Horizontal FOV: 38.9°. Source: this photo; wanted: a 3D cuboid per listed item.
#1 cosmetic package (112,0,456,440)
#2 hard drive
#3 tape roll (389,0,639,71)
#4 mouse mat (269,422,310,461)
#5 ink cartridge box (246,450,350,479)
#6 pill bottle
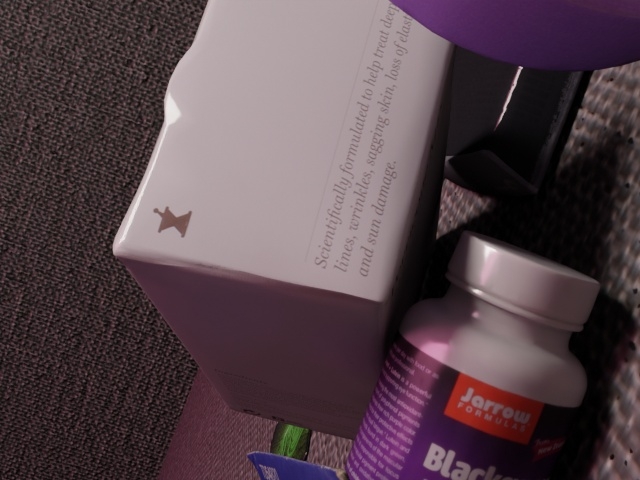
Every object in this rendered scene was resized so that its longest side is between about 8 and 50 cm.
[{"bbox_3d":[0.000,0.000,0.659,0.385,0.156,0.217,82,-158,-69],"label":"cosmetic package"},{"bbox_3d":[0.142,-0.127,0.754,0.254,0.054,0.172,-135,64,-79],"label":"hard drive"},{"bbox_3d":[0.121,-0.220,0.401,0.090,0.275,0.274,162,127,-78],"label":"tape roll"},{"bbox_3d":[-0.042,0.262,1.165,0.152,0.007,0.189,-81,15,-46],"label":"mouse mat"},{"bbox_3d":[0.011,0.221,0.460,0.224,0.045,0.223,66,163,5],"label":"ink cartridge box"},{"bbox_3d":[0.082,0.098,0.504,0.108,0.108,0.193,-124,54,-78],"label":"pill bottle"}]
